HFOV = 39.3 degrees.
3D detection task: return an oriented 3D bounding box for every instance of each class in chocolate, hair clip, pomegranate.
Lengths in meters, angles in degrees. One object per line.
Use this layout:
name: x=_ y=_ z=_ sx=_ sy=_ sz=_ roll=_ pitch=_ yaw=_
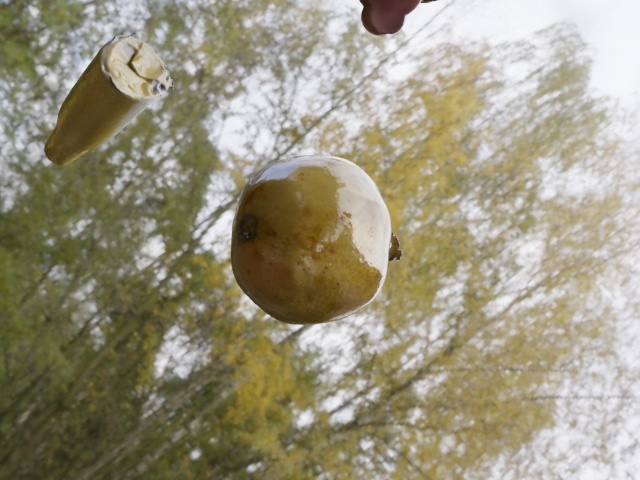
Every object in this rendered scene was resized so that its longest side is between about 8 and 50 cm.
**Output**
chocolate: x=-0.257 y=-0.147 z=1.011 sx=0.219 sy=0.086 sz=0.085 roll=-29 pitch=-85 yaw=46
hair clip: x=0.116 y=-0.358 z=1.229 sx=0.102 sy=0.138 sz=0.123 roll=-14 pitch=-76 yaw=47
pomegranate: x=0.000 y=0.000 z=0.948 sx=0.196 sy=0.196 sz=0.196 roll=44 pitch=-25 yaw=27
